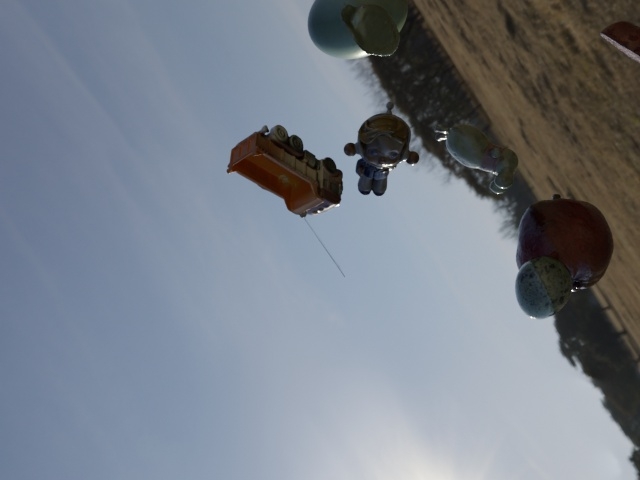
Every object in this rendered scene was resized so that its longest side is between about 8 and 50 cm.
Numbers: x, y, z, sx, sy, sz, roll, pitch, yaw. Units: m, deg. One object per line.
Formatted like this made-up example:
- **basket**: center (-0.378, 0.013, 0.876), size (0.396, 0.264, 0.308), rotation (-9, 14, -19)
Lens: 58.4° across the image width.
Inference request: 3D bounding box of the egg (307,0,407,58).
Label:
- **egg**: center (0.127, -0.792, 2.033), size (0.276, 0.389, 0.275), rotation (5, -96, -53)

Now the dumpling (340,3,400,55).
- **dumpling**: center (0.144, -0.620, 1.707), size (0.219, 0.152, 0.108), rotation (10, -176, -28)

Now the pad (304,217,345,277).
- **pad**: center (0.000, 0.000, 1.743), size (0.243, 0.004, 0.163), rotation (55, -178, -10)

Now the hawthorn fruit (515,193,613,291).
- **hawthorn fruit**: center (0.692, -0.007, 1.635), size (0.265, 0.265, 0.307), rotation (41, -129, -42)

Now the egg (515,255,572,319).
- **egg**: center (0.553, 0.120, 1.431), size (0.132, 0.133, 0.172), rotation (-82, -1, -62)

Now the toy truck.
- **toy truck**: center (-0.067, -0.152, 1.271), size (0.271, 0.114, 0.135), rotation (27, -128, -38)

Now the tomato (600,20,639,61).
- **tomato**: center (1.010, -0.631, 1.829), size (0.225, 0.085, 0.225), rotation (26, -150, -17)

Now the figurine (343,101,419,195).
- **figurine**: center (0.174, -0.234, 1.573), size (0.274, 0.194, 0.133), rotation (64, -153, -51)

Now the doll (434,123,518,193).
- **doll**: center (0.450, -0.251, 1.621), size (0.275, 0.113, 0.155), rotation (45, -178, 21)
